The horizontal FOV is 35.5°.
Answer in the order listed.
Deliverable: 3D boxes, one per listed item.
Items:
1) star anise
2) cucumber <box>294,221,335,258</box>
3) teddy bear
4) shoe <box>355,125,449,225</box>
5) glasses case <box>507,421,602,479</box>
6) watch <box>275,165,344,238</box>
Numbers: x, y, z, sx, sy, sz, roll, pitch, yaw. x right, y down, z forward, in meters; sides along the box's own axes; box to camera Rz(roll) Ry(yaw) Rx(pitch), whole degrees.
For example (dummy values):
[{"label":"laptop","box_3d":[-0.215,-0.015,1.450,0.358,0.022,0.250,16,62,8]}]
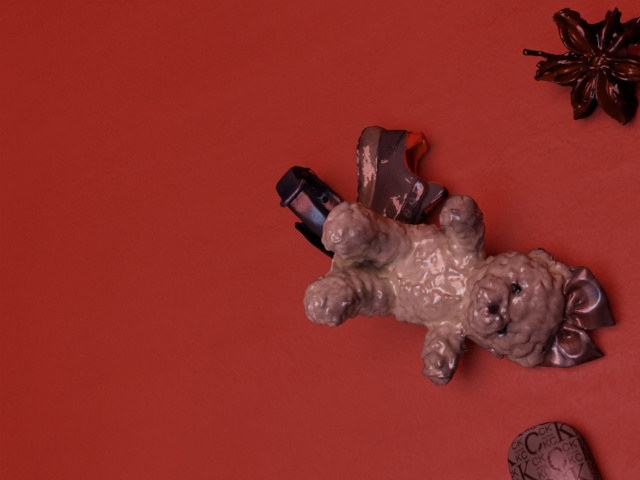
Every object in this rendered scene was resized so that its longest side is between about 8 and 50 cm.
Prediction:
[{"label":"star anise","box_3d":[0.482,-0.308,1.704,0.220,0.125,0.190,52,138,8]},{"label":"cucumber","box_3d":[0.000,0.002,2.005,0.134,0.033,0.034,35,131,36]},{"label":"teddy bear","box_3d":[0.232,0.093,1.663,0.362,0.375,0.328,28,107,49]},{"label":"shoe","box_3d":[0.158,-0.058,1.870,0.170,0.132,0.337,-3,73,23]},{"label":"glasses case","box_3d":[0.407,0.464,1.590,0.137,0.085,0.355,-28,65,24]},{"label":"watch","box_3d":[-0.006,-0.067,1.919,0.068,0.206,0.193,-47,72,12]}]
